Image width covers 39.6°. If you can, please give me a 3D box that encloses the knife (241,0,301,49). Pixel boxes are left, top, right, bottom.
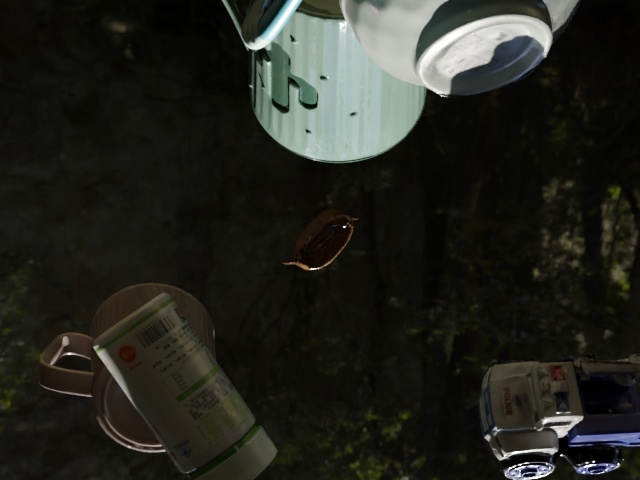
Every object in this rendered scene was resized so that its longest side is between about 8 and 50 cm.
[{"bbox_3d":[-0.023,-0.257,0.824,0.031,0.222,0.064,8,-124,-30],"label":"knife"}]

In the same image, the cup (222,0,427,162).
[{"bbox_3d":[-0.013,-0.349,1.422,0.401,0.392,0.310,12,-112,5],"label":"cup"}]

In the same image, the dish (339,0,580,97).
[{"bbox_3d":[0.165,-0.242,0.955,0.303,0.303,0.120,-2,-114,-18],"label":"dish"}]

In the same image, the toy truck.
[{"bbox_3d":[0.320,0.214,1.161,0.213,0.177,0.161,-2,-116,-4],"label":"toy truck"}]

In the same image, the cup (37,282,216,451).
[{"bbox_3d":[-0.311,0.196,1.520,0.288,0.208,0.273,33,-171,-20],"label":"cup"}]

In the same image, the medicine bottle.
[{"bbox_3d":[-0.125,0.144,0.821,0.086,0.183,0.086,-34,-178,1],"label":"medicine bottle"}]

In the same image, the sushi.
[{"bbox_3d":[0.000,0.000,1.265,0.052,0.120,0.055,38,-177,-18],"label":"sushi"}]
